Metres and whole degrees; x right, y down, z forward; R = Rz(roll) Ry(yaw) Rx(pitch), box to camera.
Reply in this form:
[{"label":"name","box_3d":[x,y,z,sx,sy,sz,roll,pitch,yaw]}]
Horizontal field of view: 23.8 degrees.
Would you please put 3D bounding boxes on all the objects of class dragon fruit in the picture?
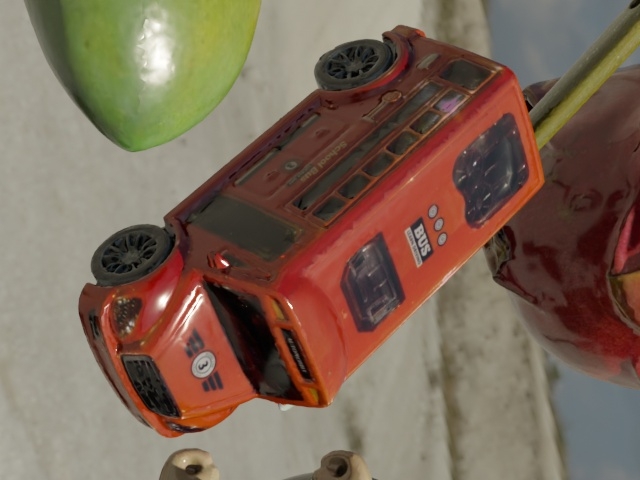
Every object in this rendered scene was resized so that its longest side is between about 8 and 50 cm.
[{"label":"dragon fruit","box_3d":[0.232,-0.011,1.029,0.315,0.250,0.250,25,-46,64]}]

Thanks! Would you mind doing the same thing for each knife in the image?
[{"label":"knife","box_3d":[0.085,-0.023,0.883,0.027,0.343,0.061,38,19,-13]}]

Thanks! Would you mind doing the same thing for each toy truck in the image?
[{"label":"toy truck","box_3d":[0.000,0.000,0.795,0.114,0.253,0.107,22,-35,42]}]

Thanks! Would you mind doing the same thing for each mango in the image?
[{"label":"mango","box_3d":[-0.073,-0.153,0.575,0.137,0.091,0.237,-17,95,-57]}]

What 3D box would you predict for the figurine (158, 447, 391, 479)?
[{"label":"figurine","box_3d":[-0.010,0.234,0.926,0.380,0.248,0.203,41,53,-69]}]
